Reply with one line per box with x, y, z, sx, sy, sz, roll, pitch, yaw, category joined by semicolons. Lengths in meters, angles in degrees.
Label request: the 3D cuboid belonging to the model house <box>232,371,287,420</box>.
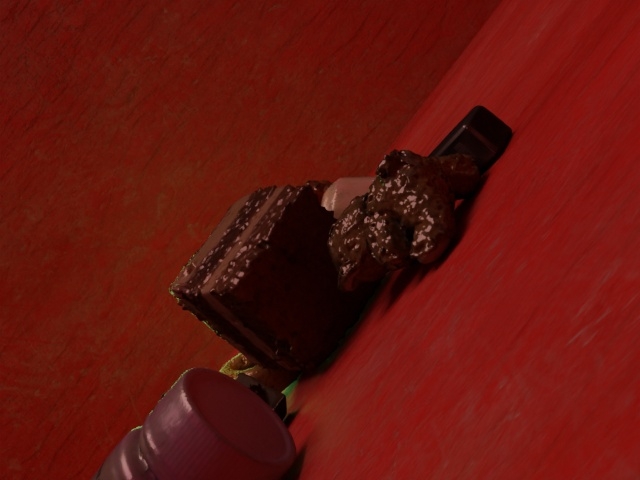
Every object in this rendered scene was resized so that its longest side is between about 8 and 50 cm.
-0.133;0.306;1.636;0.181;0.176;0.248;-54;20;-24;model house

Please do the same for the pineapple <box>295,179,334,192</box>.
-0.033;0.027;2.628;0.223;0.222;0.357;-47;18;55;pineapple

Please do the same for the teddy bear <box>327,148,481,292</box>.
0.114;-0.027;1.587;0.256;0.156;0.267;-52;5;36;teddy bear

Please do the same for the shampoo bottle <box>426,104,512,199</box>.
0.220;-0.122;1.717;0.246;0.080;0.079;-48;5;47;shampoo bottle

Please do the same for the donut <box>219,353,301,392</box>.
-0.125;0.259;1.967;0.174;0.075;0.190;-31;10;-21;donut

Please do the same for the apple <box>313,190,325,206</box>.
0.000;0.000;2.343;0.218;0.201;0.218;-55;-3;-5;apple

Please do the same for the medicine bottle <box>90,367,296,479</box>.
-0.223;0.380;1.396;0.388;0.219;0.219;-53;4;14;medicine bottle

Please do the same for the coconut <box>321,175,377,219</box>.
0.094;-0.041;1.946;0.171;0.182;0.171;3;-90;-76;coconut

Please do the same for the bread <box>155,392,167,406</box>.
-0.249;0.367;2.074;0.169;0.160;0.140;-61;-33;-67;bread

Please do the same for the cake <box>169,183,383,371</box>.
-0.079;0.064;1.810;0.290;0.256;0.282;4;53;56;cake
